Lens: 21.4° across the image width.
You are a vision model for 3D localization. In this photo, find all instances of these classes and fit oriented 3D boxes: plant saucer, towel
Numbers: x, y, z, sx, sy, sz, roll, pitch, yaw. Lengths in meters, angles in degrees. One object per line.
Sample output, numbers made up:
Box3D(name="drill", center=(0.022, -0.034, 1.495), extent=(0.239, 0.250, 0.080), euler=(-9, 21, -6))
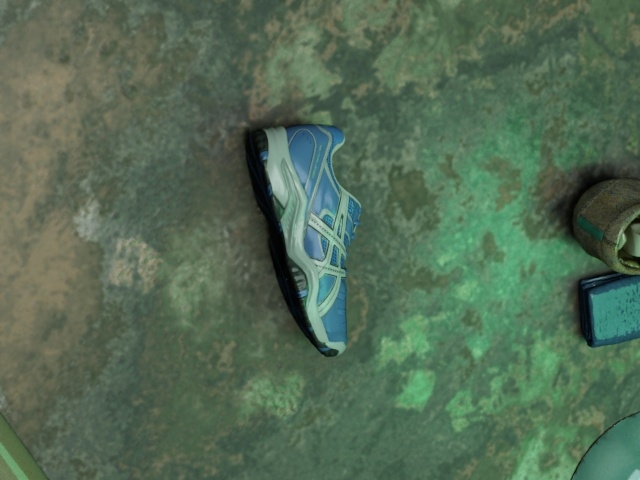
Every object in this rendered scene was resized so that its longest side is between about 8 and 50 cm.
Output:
Box3D(name="plant saucer", center=(0.333, 0.262, 1.658), extent=(0.195, 0.037, 0.195), euler=(-5, 105, -20))
Box3D(name="towel", center=(0.302, 0.060, 1.603), extent=(0.119, 0.029, 0.067), euler=(-12, 106, -19))

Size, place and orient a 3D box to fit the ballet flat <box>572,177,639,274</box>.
Box3D(name="ballet flat", center=(0.390, 0.002, 1.550), extent=(0.316, 0.106, 0.107), euler=(-1, 109, -9))

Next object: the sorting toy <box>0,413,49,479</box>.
Box3D(name="sorting toy", center=(-0.333, 0.246, 1.391), extent=(0.229, 0.041, 0.307), euler=(-35, 112, -10))

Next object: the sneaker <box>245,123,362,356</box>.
Box3D(name="sneaker", center=(0.000, 0.000, 1.443), extent=(0.081, 0.080, 0.211), euler=(-17, 109, -14))
